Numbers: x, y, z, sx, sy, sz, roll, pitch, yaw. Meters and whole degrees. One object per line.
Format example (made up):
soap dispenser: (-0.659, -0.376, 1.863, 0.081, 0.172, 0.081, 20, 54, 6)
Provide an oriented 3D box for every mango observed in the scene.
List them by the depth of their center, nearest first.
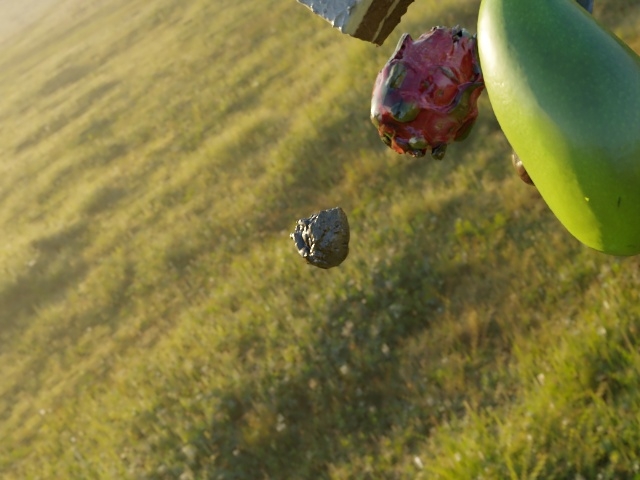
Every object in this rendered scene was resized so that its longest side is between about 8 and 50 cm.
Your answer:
mango: (0.278, -0.142, 1.139, 0.156, 0.343, 0.192, -33, 1, -22)

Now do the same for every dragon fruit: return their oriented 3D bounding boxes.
dragon fruit: (0.231, -0.321, 2.242, 0.237, 0.231, 0.302, 77, -148, -80)

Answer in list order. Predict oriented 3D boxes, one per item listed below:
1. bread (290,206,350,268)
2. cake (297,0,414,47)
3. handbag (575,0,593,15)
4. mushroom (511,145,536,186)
bread: (0.000, 0.000, 1.479, 0.060, 0.082, 0.113, -9, -7, -24)
cake: (0.045, -0.348, 1.415, 0.147, 0.134, 0.135, -2, -53, -57)
handbag: (0.458, -0.439, 2.151, 0.229, 0.062, 0.179, -40, 25, 45)
mushroom: (0.499, -0.191, 2.080, 0.218, 0.147, 0.227, -3, -15, -13)
